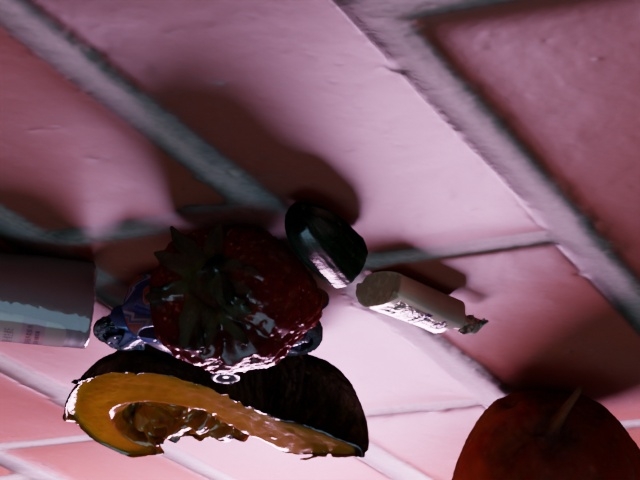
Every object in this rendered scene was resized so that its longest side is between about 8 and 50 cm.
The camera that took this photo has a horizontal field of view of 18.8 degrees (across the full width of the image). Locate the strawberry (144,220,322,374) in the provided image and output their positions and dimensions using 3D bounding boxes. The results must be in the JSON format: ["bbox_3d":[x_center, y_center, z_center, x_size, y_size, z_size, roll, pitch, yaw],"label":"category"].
[{"bbox_3d":[-0.064,0.046,1.562,0.131,0.131,0.148,-11,179,29],"label":"strawberry"}]

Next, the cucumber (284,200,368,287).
[{"bbox_3d":[0.000,0.000,1.517,0.048,0.048,0.105,-7,158,21],"label":"cucumber"}]

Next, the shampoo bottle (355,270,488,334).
[{"bbox_3d":[0.093,0.059,1.687,0.049,0.034,0.141,-23,149,34],"label":"shampoo bottle"}]

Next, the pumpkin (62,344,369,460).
[{"bbox_3d":[-0.103,0.121,1.789,0.278,0.111,0.163,-2,150,23],"label":"pumpkin"}]

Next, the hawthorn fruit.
[{"bbox_3d":[0.230,0.234,1.941,0.210,0.210,0.262,-1,137,8],"label":"hawthorn fruit"}]

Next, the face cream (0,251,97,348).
[{"bbox_3d":[-0.325,0.041,1.617,0.269,0.073,0.107,7,151,-11],"label":"face cream"}]

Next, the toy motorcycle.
[{"bbox_3d":[-0.097,0.068,1.682,0.205,0.076,0.114,2,152,-2],"label":"toy motorcycle"}]
